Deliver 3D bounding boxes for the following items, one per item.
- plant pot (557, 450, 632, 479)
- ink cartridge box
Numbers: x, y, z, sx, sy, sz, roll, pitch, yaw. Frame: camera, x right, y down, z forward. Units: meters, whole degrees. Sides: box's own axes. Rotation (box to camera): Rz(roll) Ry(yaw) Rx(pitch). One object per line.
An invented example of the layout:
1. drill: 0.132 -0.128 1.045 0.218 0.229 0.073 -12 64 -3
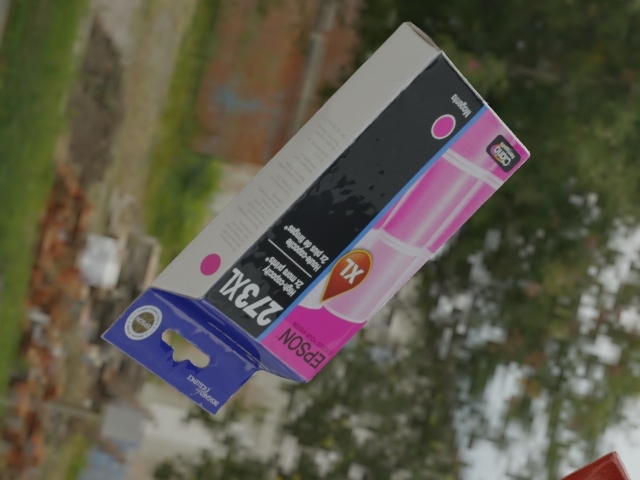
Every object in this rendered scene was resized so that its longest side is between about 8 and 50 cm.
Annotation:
1. plant pot: 0.223 0.411 1.938 0.236 0.267 0.267 58 -22 20
2. ink cartridge box: 0.000 0.000 1.651 0.371 0.176 0.069 -44 -133 4
